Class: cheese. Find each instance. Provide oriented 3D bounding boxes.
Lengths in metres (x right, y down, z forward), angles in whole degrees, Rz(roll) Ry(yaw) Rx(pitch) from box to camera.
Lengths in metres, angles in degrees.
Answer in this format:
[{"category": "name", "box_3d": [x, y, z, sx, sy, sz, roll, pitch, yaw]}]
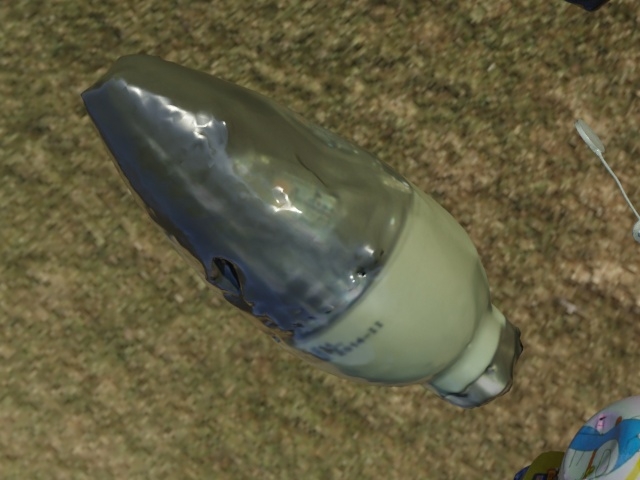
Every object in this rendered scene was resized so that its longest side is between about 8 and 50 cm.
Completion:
[{"category": "cheese", "box_3d": [0.224, 0.199, 1.043, 0.064, 0.156, 0.250, 36, 145, -10]}]

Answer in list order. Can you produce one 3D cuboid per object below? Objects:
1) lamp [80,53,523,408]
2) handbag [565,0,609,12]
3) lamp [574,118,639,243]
[{"category": "lamp", "box_3d": [0.000, 0.000, 0.555, 0.250, 0.101, 0.101, 38, 138, -25]}, {"category": "handbag", "box_3d": [0.271, -0.335, 1.115, 0.247, 0.223, 0.080, -37, 55, 21]}, {"category": "lamp", "box_3d": [0.344, -0.077, 1.412, 0.056, 0.198, 0.050, -41, 134, 22]}]
